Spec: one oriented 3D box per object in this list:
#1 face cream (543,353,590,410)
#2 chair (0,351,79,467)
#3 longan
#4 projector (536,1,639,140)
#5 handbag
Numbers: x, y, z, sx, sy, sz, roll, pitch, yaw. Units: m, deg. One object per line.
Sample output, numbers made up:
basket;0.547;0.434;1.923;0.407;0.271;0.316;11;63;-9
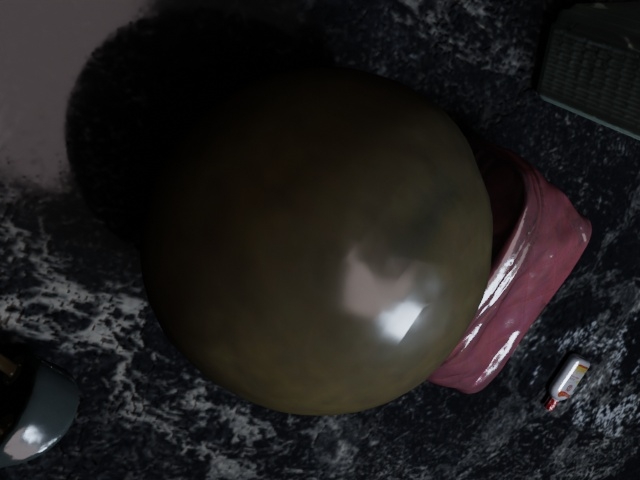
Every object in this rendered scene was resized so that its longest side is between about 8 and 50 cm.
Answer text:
face cream;0.326;0.191;0.962;0.040;0.021;0.083;22;102;-37
chair;-0.282;0.088;0.485;0.095;0.104;0.221;-35;129;22
longan;0.000;0.000;0.520;0.258;0.258;0.258;-15;122;-25
projector;0.354;-0.145;0.642;0.192;0.257;0.099;-10;122;-27
handbag;0.128;0.023;0.666;0.135;0.146;0.225;25;102;-42
